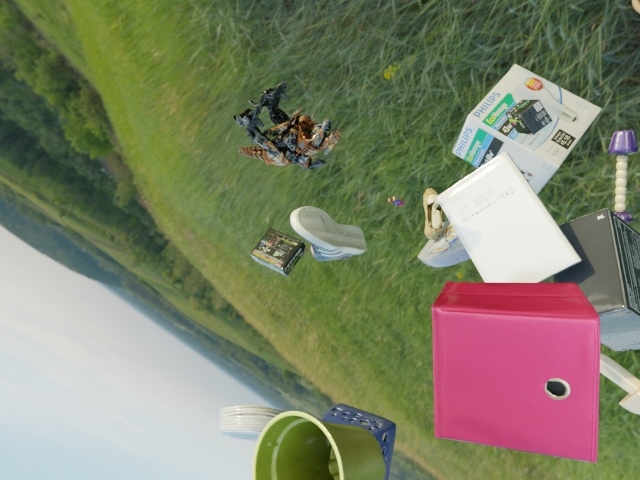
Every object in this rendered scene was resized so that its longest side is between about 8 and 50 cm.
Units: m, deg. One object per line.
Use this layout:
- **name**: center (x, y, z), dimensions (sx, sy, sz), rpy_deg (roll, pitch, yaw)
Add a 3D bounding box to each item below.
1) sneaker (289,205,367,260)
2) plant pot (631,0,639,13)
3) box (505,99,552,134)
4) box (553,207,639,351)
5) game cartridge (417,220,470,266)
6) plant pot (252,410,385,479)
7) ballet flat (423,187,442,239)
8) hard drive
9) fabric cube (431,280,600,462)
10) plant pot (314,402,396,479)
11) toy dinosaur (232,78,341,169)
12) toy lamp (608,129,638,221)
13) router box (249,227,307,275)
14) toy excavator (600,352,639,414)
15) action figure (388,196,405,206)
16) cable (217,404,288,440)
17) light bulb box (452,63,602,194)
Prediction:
- **sneaker**: center (0.000, 0.000, 1.422), dimensions (0.148, 0.131, 0.350), rpy_deg (-26, 150, 31)
- **plant pot**: center (0.814, -0.507, 0.882), dimensions (0.230, 0.262, 0.263), rpy_deg (26, 163, -17)
- **box**: center (0.478, -0.285, 1.035), dimensions (0.062, 0.052, 0.083), rpy_deg (49, -171, -14)
- **box**: center (0.806, 0.117, 1.245), dimensions (0.294, 0.296, 0.183), rpy_deg (27, 147, -26)
- **game cartridge**: center (0.450, 0.001, 1.513), dimensions (0.062, 0.198, 0.297), rpy_deg (46, 161, -7)
- **plant pot**: center (0.020, 0.558, 1.101), dimensions (0.276, 0.275, 0.254), rpy_deg (16, 177, 43)
- **ballet flat**: center (0.403, -0.103, 1.576), dimensions (0.073, 0.206, 0.067), rpy_deg (5, 157, -8)
- **hard drive**: center (0.506, -0.038, 1.242), dimensions (0.047, 0.233, 0.352), rpy_deg (10, -130, -54)
- **fabric cube**: center (0.363, 0.223, 0.862), dimensions (0.259, 0.253, 0.259), rpy_deg (0, -173, 22)
- **plant pot**: center (0.082, 0.685, 1.447), dimensions (0.236, 0.235, 0.212), rpy_deg (7, 177, 37)
- **toy dinosaur**: center (-0.103, -0.256, 1.133), dimensions (0.322, 0.164, 0.218), rpy_deg (-20, 122, 26)
- **toy lamp**: center (0.917, -0.195, 1.363), dimensions (0.080, 0.080, 0.274), rpy_deg (8, 108, 52)
- **router box**: center (-0.109, 0.028, 1.154), dimensions (0.123, 0.092, 0.038), rpy_deg (22, 154, 35)
- **toy excavator**: center (0.915, 0.419, 1.642), dimensions (0.432, 0.223, 0.445), rpy_deg (55, 165, 9)
- **action figure**: center (0.340, -0.170, 1.970), dimensions (0.038, 0.030, 0.115), rpy_deg (-21, 157, 34)
- **cable**: center (-0.210, 0.611, 1.485), dimensions (0.257, 0.089, 0.257), rpy_deg (-14, 145, 30)
- **light bulb box**: center (0.766, -0.413, 1.697), dimensions (0.361, 0.358, 0.225), rpy_deg (36, 158, 16)
